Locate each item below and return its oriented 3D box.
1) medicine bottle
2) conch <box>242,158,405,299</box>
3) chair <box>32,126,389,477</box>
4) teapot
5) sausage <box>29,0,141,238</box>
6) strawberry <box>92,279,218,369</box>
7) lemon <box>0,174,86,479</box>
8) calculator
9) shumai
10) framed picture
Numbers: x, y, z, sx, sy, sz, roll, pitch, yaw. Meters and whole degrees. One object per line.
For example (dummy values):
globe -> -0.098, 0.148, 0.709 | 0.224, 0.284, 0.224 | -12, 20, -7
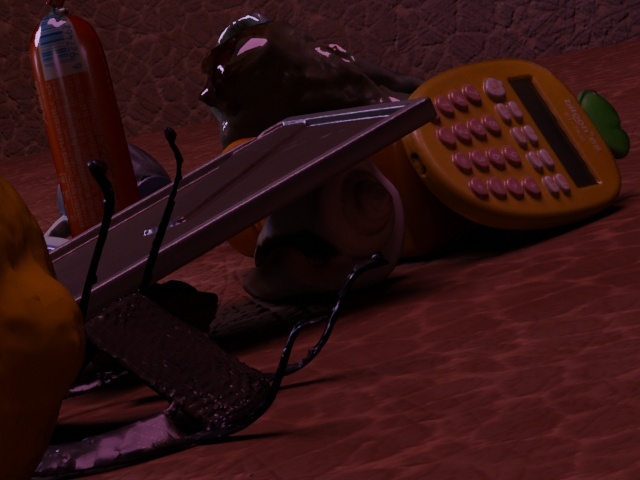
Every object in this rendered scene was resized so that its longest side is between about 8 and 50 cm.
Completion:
medicine bottle -> 0.027, -0.046, 1.489 | 0.222, 0.112, 0.149 | -7, 10, 38
conch -> -0.009, -0.004, 1.337 | 0.176, 0.104, 0.094 | -11, -28, 41
chair -> -0.094, 0.063, 1.020 | 0.213, 0.149, 0.174 | -55, -5, 21
teapot -> -0.207, -0.038, 1.864 | 0.149, 0.111, 0.108 | -12, 19, -40
sausage -> -0.214, -0.097, 1.716 | 0.083, 0.264, 0.083 | -13, 3, 1
strawberry -> -0.118, 0.059, 1.226 | 0.103, 0.048, 0.152 | -7, 12, 2
lemon -> -0.238, 0.049, 0.828 | 0.288, 0.234, 0.233 | -2, 11, 18
calculator -> 0.152, -0.073, 1.408 | 0.234, 0.146, 0.032 | -11, -26, -44
shumai -> 0.030, -0.125, 1.755 | 0.271, 0.204, 0.222 | -12, 8, -22
framed picture -> -0.086, -0.022, 1.279 | 0.289, 0.020, 0.211 | -32, 14, -25
